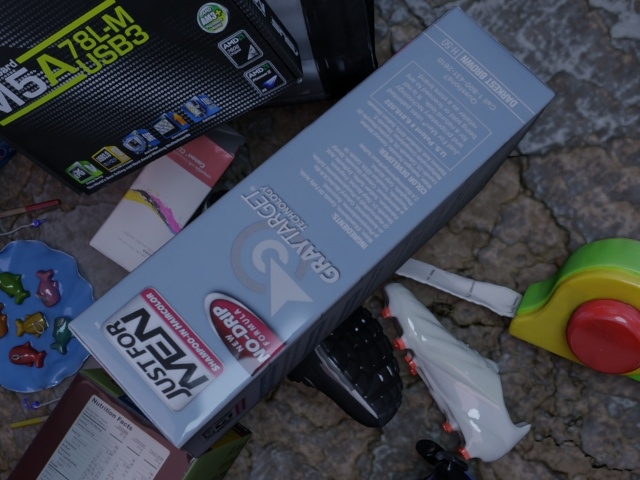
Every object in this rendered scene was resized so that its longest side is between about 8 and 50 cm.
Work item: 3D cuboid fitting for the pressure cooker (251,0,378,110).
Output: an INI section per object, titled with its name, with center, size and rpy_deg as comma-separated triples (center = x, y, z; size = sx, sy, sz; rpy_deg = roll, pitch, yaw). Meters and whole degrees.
[pressure cooker]
center = -0.176, -0.267, 0.585
size = 0.420, 0.370, 0.375
rpy_deg = -7, 62, 8

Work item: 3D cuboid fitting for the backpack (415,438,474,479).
[backpack]
center = 0.093, 0.366, 0.632
size = 0.276, 0.263, 0.213
rpy_deg = 49, 121, 8

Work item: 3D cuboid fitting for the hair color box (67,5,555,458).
[hair color box]
center = 0.000, 0.000, 0.590
size = 0.374, 0.185, 0.113
rpy_deg = -42, 80, -17

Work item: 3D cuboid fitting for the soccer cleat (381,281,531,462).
[soccer cleat]
center = 0.127, 0.120, 0.713
size = 0.076, 0.068, 0.196
rpy_deg = -30, 83, -4

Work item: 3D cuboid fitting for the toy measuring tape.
[toy measuring tape]
center = 0.204, 0.033, 0.655
size = 0.330, 0.121, 0.121
rpy_deg = 23, 100, 19

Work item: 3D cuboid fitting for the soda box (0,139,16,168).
[soda box]
center = -0.437, -0.179, 0.849
size = 0.067, 0.071, 0.210
rpy_deg = -39, 83, 17

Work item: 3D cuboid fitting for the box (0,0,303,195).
[box]
center = -0.136, -0.124, 0.436
size = 0.191, 0.184, 0.045
rpy_deg = -23, 52, 19

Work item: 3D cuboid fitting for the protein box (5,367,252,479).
[protein box]
center = -0.198, 0.244, 0.719
size = 0.136, 0.200, 0.201
rpy_deg = 33, 87, 12

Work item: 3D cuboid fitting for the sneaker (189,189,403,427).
[sneaker]
center = -0.040, 0.088, 0.751
size = 0.283, 0.107, 0.124
rpy_deg = 48, 119, 12

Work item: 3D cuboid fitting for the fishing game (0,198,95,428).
[fishing game]
center = -0.351, 0.090, 0.860
size = 0.189, 0.041, 0.264
rpy_deg = -10, 91, 14

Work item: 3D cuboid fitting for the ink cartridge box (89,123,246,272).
[ink cartridge box]
center = -0.164, -0.038, 0.750
size = 0.067, 0.115, 0.198
rpy_deg = 36, 103, -10
